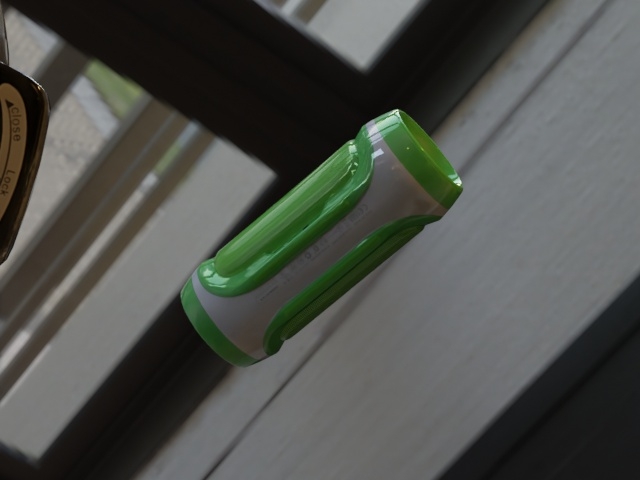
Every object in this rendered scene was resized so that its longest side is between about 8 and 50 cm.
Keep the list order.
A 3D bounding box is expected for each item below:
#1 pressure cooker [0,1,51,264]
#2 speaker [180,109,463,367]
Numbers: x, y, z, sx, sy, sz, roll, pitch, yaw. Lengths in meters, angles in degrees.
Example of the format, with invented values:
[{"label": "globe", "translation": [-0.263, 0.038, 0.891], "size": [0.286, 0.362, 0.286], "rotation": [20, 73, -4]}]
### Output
[{"label": "pressure cooker", "translation": [-0.330, -0.085, 0.624], "size": [0.375, 0.370, 0.420], "rotation": [63, -4, -6]}, {"label": "speaker", "translation": [0.000, 0.000, 1.443], "size": [0.131, 0.296, 0.131], "rotation": [47, 14, -15]}]
